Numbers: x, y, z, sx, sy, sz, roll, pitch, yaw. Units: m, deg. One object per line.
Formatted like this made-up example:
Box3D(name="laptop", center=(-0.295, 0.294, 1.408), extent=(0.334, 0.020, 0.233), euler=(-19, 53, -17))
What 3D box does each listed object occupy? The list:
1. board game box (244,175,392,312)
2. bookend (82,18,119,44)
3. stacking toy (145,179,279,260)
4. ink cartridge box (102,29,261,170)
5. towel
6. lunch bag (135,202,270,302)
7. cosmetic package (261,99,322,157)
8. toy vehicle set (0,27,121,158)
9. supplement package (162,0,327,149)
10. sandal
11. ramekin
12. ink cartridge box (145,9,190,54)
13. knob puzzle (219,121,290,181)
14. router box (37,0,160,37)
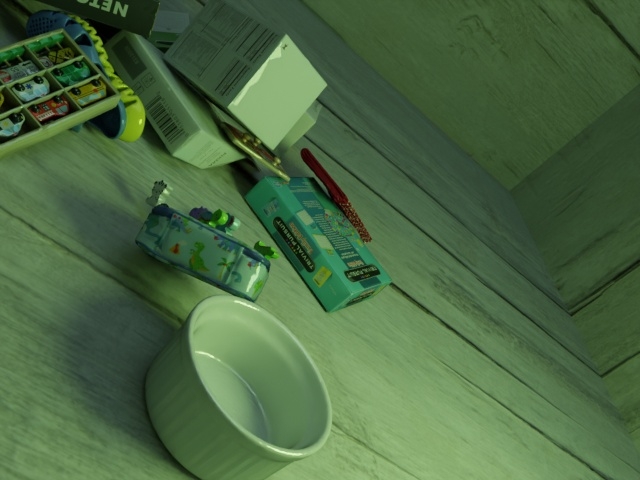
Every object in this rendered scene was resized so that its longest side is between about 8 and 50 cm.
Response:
Box3D(name="board game box", center=(0.000, 0.000, 1.780), extent=(0.336, 0.079, 0.254), euler=(54, 23, 13))
Box3D(name="bookend", center=(-0.457, -0.550, 1.751), extent=(0.072, 0.156, 0.157), euler=(44, 24, -15))
Box3D(name="stacking toy", center=(-0.194, -0.036, 1.371), extent=(0.221, 0.052, 0.167), euler=(18, -11, 41))
Box3D(name="ink cartridge box", center=(-0.309, -0.294, 1.748), extent=(0.308, 0.091, 0.385), euler=(54, 7, 15))
Box3D(name="towel", center=(0.041, -0.112, 1.961), extent=(0.199, 0.031, 0.275), euler=(54, 1, 31))
Box3D(name="lunch bag", center=(-0.193, 0.025, 1.261), extent=(0.219, 0.090, 0.176), euler=(25, -10, 4))
Box3D(name="cosmetic package", center=(-0.181, -0.416, 2.027), extent=(0.365, 0.155, 0.197), euler=(41, 21, -13))
Box3D(name="toy vehicle set", center=(-0.487, -0.251, 1.259), extent=(0.166, 0.035, 0.267), euler=(48, 45, 1))
Box3D(name="supplement package", center=(-0.169, -0.379, 1.682), extent=(0.263, 0.198, 0.199), euler=(40, 0, 35))
Box3D(name="sandal", center=(-0.466, -0.314, 1.419), extent=(0.317, 0.126, 0.138), euler=(50, 37, 14))
Box3D(name="ramekin", center=(-0.126, 0.231, 1.125), extent=(0.277, 0.135, 0.277), euler=(38, 25, -21))
Box3D(name="ink cartridge box", center=(-0.380, -0.500, 1.871), extent=(0.109, 0.062, 0.209), euler=(2, 39, -15))
Box3D(name="knob puzzle", center=(-0.155, -0.226, 1.757), extent=(0.213, 0.030, 0.213), euler=(38, 9, -7))
Box3D(name="router box", center=(-0.502, -0.518, 1.531), extent=(0.309, 0.081, 0.243), euler=(13, 19, -27))
